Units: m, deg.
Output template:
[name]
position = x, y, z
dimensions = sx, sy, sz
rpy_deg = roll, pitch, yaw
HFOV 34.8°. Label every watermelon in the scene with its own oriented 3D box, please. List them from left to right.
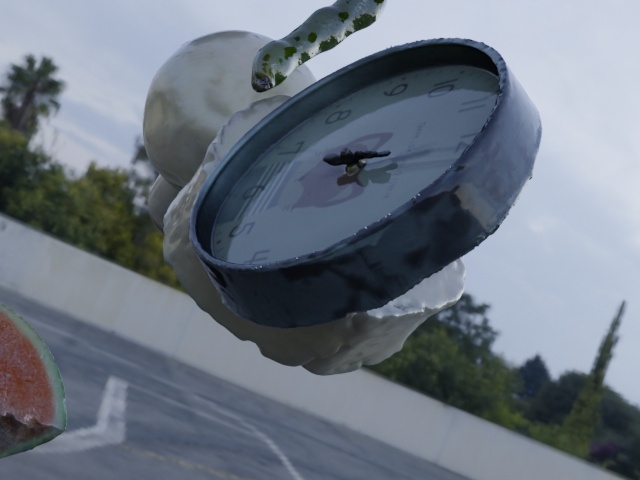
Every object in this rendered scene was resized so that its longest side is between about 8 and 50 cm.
[watermelon]
position = -0.428, 0.173, 1.274
dimensions = 0.128, 0.146, 0.231
rpy_deg = -13, 69, -53

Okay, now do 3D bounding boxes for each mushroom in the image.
[mushroom]
position = -0.151, -0.129, 1.505
dimensions = 0.314, 0.315, 0.336
rpy_deg = 26, -43, -29

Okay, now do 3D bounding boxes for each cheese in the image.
[cheese]
position = -0.002, 0.003, 1.199
dimensions = 0.332, 0.292, 0.153
rpy_deg = 42, -47, 3

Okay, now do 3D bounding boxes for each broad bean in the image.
[broad bean]
position = -0.004, -0.249, 1.236
dimensions = 0.052, 0.256, 0.052
rpy_deg = 12, -48, 42

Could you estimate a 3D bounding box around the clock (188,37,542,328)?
[clock]
position = 0.031, -0.060, 0.892
dimensions = 0.325, 0.325, 0.067
rpy_deg = 13, -37, 53
